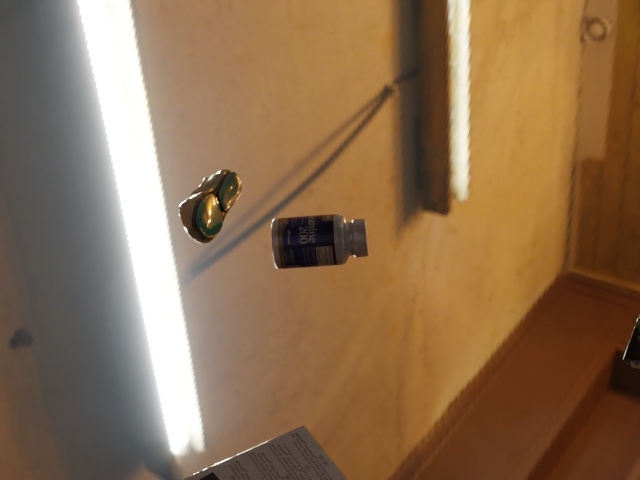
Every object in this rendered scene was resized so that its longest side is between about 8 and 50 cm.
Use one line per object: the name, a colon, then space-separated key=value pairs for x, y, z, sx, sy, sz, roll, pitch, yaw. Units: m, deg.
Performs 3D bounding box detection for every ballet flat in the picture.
ballet flat: x=-0.138 y=-0.036 z=1.244 sx=0.168 sy=0.052 sz=0.057 roll=-59 pitch=-45 yaw=-65

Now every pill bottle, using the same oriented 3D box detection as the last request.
pill bottle: x=0.000 y=0.000 z=1.352 sx=0.067 sy=0.120 sz=0.067 roll=-4 pitch=-90 yaw=-86

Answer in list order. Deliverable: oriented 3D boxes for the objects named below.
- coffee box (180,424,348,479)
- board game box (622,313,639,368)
coffee box: x=-0.081 y=0.563 z=1.628 sx=0.334 sy=0.338 sz=0.337 roll=-20 pitch=-43 yaw=-28
board game box: x=0.554 y=0.132 z=1.431 sx=0.030 sy=0.260 sz=0.136 roll=47 pitch=-116 yaw=-40
